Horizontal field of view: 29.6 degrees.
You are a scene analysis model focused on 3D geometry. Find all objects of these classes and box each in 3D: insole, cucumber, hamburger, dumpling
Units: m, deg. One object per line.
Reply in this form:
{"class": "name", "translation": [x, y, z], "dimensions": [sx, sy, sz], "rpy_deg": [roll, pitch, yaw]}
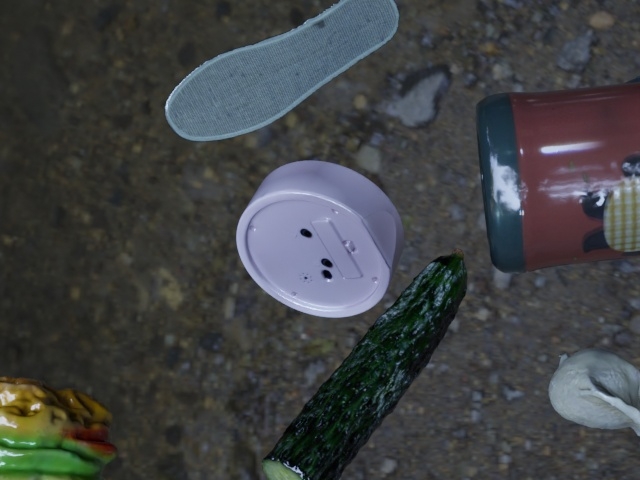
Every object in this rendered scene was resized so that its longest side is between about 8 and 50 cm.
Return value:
{"class": "insole", "translation": [-0.031, -0.154, 1.082], "dimensions": [0.232, 0.080, 0.003], "rpy_deg": [-29, 26, -4]}
{"class": "cucumber", "translation": [0.057, 0.120, 1.138], "dimensions": [0.067, 0.068, 0.293], "rpy_deg": [21, 58, 37]}
{"class": "hamburger", "translation": [-0.326, 0.219, 1.268], "dimensions": [0.237, 0.237, 0.149], "rpy_deg": [-11, 73, 35]}
{"class": "dumpling", "translation": [0.429, 0.236, 1.815], "dimensions": [0.166, 0.216, 0.126], "rpy_deg": [38, 69, -4]}

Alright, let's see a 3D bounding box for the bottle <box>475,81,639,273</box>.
{"class": "bottle", "translation": [0.293, -0.064, 0.943], "dimensions": [0.336, 0.144, 0.144], "rpy_deg": [-7, 76, 7]}

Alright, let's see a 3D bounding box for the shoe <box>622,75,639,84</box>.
{"class": "shoe", "translation": [0.530, -0.225, 1.683], "dimensions": [0.240, 0.093, 0.108], "rpy_deg": [-1, 39, 9]}

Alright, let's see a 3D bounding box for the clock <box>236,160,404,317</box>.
{"class": "clock", "translation": [0.000, 0.000, 1.473], "dimensions": [0.196, 0.197, 0.068], "rpy_deg": [-16, 31, 34]}
